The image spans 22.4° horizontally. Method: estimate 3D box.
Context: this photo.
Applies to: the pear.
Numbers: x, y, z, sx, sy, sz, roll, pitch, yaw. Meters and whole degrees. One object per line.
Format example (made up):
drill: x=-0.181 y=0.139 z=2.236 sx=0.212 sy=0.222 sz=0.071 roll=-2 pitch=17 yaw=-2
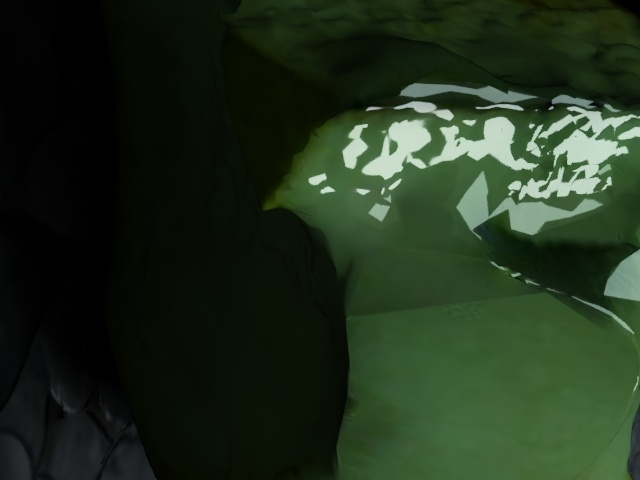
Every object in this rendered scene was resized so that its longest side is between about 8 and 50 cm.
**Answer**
pear: x=0.000 y=0.000 z=0.617 sx=0.176 sy=0.286 sz=0.281 roll=-6 pitch=129 yaw=-23
